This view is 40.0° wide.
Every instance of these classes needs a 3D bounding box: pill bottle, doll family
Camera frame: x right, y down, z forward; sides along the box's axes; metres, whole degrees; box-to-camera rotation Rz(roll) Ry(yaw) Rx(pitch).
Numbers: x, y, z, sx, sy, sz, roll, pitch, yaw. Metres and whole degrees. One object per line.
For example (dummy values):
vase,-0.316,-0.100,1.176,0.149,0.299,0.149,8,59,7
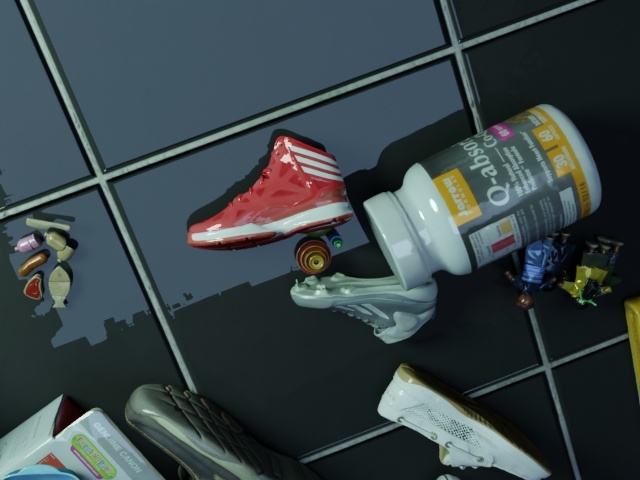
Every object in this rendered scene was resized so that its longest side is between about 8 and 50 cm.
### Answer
pill bottle,0.208,-0.052,1.152,0.278,0.162,0.162,-26,108,-1
doll family,0.348,0.048,1.254,0.193,0.076,0.111,10,109,-7

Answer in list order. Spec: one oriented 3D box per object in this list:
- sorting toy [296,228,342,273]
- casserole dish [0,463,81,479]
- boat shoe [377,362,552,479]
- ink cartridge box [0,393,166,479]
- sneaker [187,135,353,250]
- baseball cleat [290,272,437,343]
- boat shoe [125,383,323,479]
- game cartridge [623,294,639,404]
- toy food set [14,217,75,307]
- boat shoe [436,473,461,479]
sorting toy,0.000,0.000,1.196,0.061,0.042,0.102,1,106,-9
casserole dish,-0.352,0.360,1.110,0.114,0.037,0.188,1,104,-10
boat shoe,0.207,0.286,1.288,0.277,0.098,0.096,33,99,-7
ink cartridge box,-0.313,0.382,1.211,0.272,0.130,0.309,-35,109,2
sneaker,-0.075,-0.063,1.163,0.221,0.087,0.128,-11,82,3
baseball cleat,0.062,0.097,1.220,0.206,0.072,0.109,-3,113,-4
boat shoe,-0.134,0.336,1.226,0.355,0.132,0.130,38,97,-16
game cartridge,0.640,0.177,1.345,0.324,0.052,0.285,-17,108,-3
toy food set,-0.364,0.028,1.160,0.078,0.019,0.122,10,112,-12
boat shoe,0.126,0.464,1.328,0.088,0.096,0.267,23,106,-13
